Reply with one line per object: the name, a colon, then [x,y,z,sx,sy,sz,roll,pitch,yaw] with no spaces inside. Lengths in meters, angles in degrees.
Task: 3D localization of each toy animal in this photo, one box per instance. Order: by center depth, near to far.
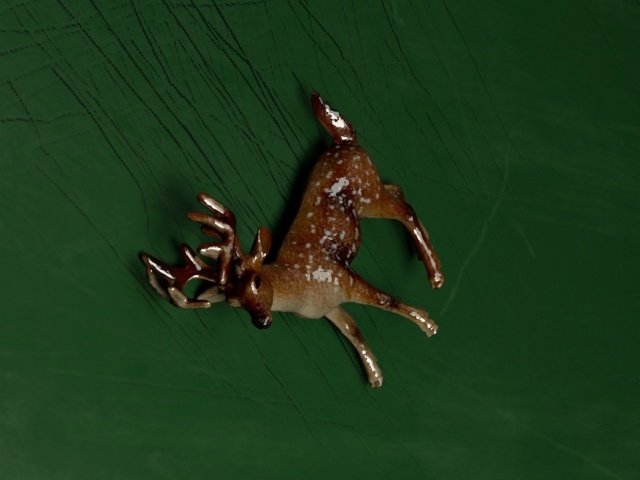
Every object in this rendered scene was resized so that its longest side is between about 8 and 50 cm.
toy animal: [-0.014,0.008,1.281,0.260,0.087,0.243,39,44,-29]
